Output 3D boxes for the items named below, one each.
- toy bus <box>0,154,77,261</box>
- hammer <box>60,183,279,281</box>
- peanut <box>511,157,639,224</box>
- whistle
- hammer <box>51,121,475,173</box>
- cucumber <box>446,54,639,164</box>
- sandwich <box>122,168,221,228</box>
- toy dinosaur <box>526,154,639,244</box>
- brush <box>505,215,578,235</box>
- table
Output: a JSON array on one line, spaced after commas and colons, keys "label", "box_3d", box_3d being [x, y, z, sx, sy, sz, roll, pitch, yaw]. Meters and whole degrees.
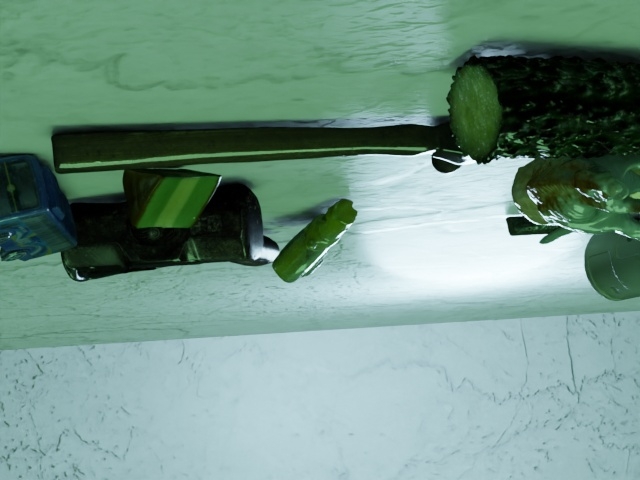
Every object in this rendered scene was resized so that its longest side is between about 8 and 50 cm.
[{"label": "toy bus", "box_3d": [-0.324, -0.035, 1.307, 0.094, 0.079, 0.236, -20, 172, -7]}, {"label": "hammer", "box_3d": [-0.151, -0.003, 1.597, 0.242, 0.095, 0.409, -8, 175, 15]}, {"label": "peanut", "box_3d": [0.321, -0.072, 1.364, 0.214, 0.090, 0.098, -11, 179, 33]}, {"label": "whistle", "box_3d": [0.000, 0.000, 1.651, 0.104, 0.057, 0.198, -46, -176, -33]}, {"label": "hammer", "box_3d": [-0.041, -0.092, 1.192, 0.439, 0.044, 0.168, -3, 171, -12]}, {"label": "cucumber", "box_3d": [0.290, -0.119, 1.082, 0.359, 0.096, 0.096, -4, 171, -23]}, {"label": "sandwich", "box_3d": [-0.157, -0.070, 1.260, 0.074, 0.074, 0.116, -1, 154, -25]}, {"label": "toy dinosaur", "box_3d": [0.291, -0.038, 1.218, 0.205, 0.092, 0.393, 7, 180, -9]}, {"label": "brush", "box_3d": [0.376, -0.029, 1.827, 0.190, 0.034, 0.027, -2, 154, -13]}, {"label": "table", "box_3d": [0.539, 0.020, 1.917, 0.126, 0.126, 0.220, 0, 169, -27]}]
